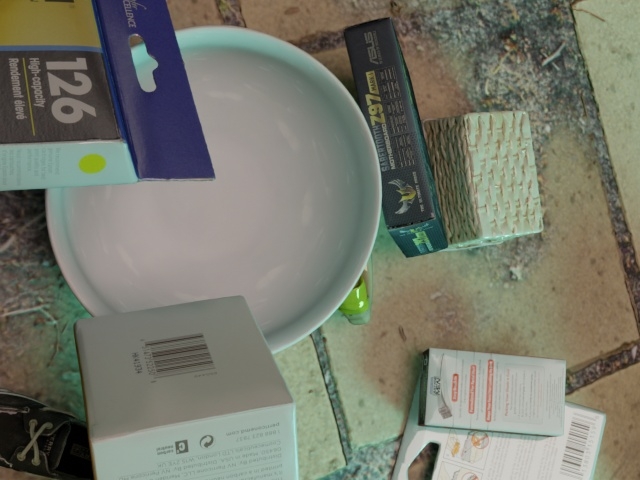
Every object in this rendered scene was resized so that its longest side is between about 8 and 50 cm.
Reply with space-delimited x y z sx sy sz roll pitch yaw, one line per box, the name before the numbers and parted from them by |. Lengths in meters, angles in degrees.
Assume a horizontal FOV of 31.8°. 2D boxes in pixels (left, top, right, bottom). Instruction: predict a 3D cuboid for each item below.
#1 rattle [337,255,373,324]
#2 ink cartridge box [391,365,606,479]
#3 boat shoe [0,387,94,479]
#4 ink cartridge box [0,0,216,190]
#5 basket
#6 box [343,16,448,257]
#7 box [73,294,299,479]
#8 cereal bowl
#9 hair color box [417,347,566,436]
rattle | 0.000 0.000 1.310 0.130 0.142 0.200 31 51 -55
ink cartridge box | 0.201 0.311 1.373 0.238 0.060 0.275 17 76 0
boat shoe | -0.276 0.198 1.122 0.219 0.070 0.078 20 76 -25
ink cartridge box | -0.266 -0.174 0.986 0.307 0.072 0.304 -6 52 -18
basket | 0.194 -0.076 1.377 0.113 0.103 0.167 -7 88 -29
box | 0.087 -0.109 1.262 0.059 0.183 0.233 -14 78 7
box | -0.118 0.258 1.036 0.168 0.215 0.345 -8 114 -13
cereal bowl | -0.113 -0.045 1.168 0.338 0.141 0.339 0 92 -10
hair color box | 0.204 0.183 1.346 0.167 0.053 0.093 6 78 -5
